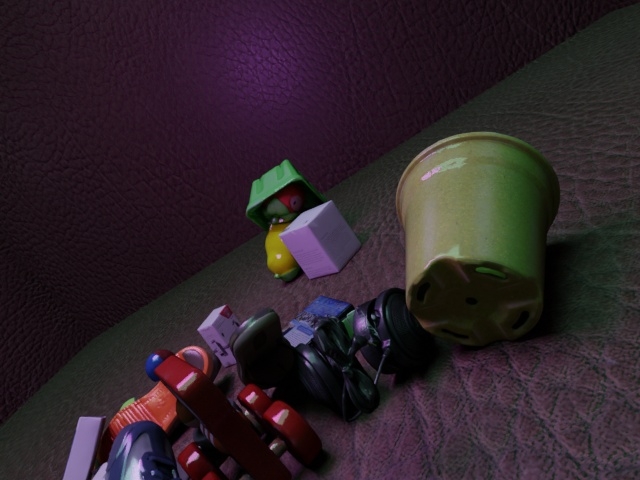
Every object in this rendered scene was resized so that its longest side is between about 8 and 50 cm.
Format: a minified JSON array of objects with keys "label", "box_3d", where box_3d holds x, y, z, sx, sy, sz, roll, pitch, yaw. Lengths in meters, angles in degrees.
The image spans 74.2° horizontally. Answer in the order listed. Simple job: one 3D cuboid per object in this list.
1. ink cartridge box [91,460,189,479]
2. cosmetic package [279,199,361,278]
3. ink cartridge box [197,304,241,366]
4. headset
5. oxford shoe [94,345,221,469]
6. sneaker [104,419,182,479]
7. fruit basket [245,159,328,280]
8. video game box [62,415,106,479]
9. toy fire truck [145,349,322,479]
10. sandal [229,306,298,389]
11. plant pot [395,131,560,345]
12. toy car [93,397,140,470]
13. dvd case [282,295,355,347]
[{"label":"ink cartridge box","box_3d":[-0.349,0.455,0.783,0.180,0.104,0.060,-31,15,17]},{"label":"cosmetic package","box_3d":[0.000,0.000,1.354,0.151,0.184,0.151,-18,21,48]},{"label":"ink cartridge box","box_3d":[-0.260,0.263,1.168,0.056,0.135,0.099,-24,17,24]},{"label":"headset","box_3d":[0.054,0.158,0.690,0.243,0.185,0.394,-33,2,5]},{"label":"oxford shoe","box_3d":[-0.373,0.418,1.009,0.364,0.130,0.133,-45,-24,-7]},{"label":"sneaker","box_3d":[-0.177,0.352,0.512,0.131,0.112,0.319,-37,48,10]},{"label":"fruit basket","box_3d":[-0.088,-0.049,1.545,0.282,0.392,0.392,-31,14,16]},{"label":"video game box","box_3d":[-0.489,0.467,0.860,0.187,0.048,0.205,134,144,-60]},{"label":"toy fire truck","box_3d":[-0.161,0.271,0.650,0.169,0.254,0.302,-41,15,-27]},{"label":"sandal","box_3d":[-0.091,0.224,0.774,0.120,0.086,0.303,-45,-23,-20]},{"label":"plant pot","box_3d":[0.239,0.012,0.670,0.276,0.276,0.254,-24,28,36]},{"label":"toy car","box_3d":[-0.535,0.496,1.178,0.239,0.053,0.225,-37,14,-14]},{"label":"dvd case","box_3d":[-0.049,0.230,1.027,0.253,0.022,0.180,-39,15,-20]}]
